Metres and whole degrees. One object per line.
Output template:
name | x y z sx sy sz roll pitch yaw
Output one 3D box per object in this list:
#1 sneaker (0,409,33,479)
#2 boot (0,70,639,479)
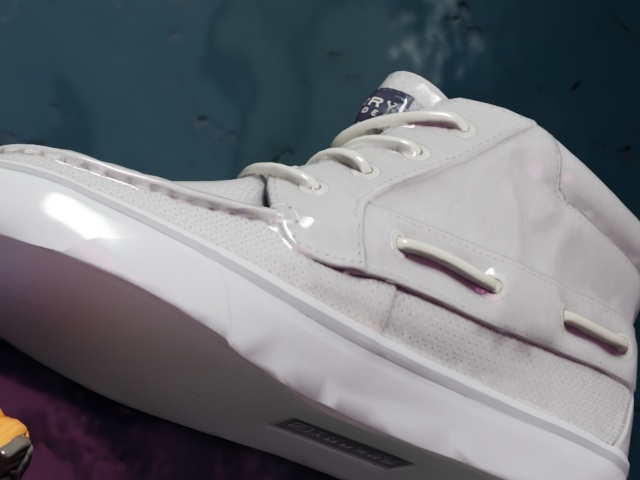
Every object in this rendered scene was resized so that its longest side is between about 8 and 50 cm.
sneaker | -0.182 0.100 0.494 0.221 0.083 0.087 -39 73 -22
boot | 0.000 0.000 0.600 0.258 0.095 0.123 27 65 -31
